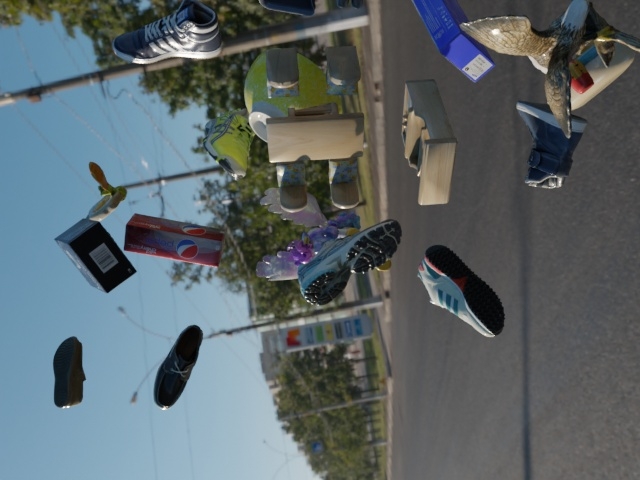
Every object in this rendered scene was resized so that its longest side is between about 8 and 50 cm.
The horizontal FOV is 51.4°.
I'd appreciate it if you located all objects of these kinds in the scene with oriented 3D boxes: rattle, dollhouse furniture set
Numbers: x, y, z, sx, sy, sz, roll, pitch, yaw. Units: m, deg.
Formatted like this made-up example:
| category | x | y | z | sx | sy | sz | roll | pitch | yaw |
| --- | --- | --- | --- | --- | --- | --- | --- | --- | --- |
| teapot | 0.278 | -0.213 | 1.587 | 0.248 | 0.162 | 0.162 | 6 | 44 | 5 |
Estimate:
| category | x | y | z | sx | sy | sz | roll | pitch | yaw |
| --- | --- | --- | --- | --- | --- | --- | --- | --- | --- |
| rattle | -0.656 | -0.113 | 1.884 | 0.143 | 0.200 | 0.130 | 34 | -131 | -38 |
| dollhouse furniture set | 0.079 | -0.216 | 1.500 | 0.256 | 0.395 | 0.362 | -96 | 3 | -45 |

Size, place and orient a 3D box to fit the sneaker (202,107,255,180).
| category | x | y | z | sx | sy | sz | roll | pitch | yaw |
| --- | --- | --- | --- | --- | --- | --- | --- | --- | --- |
| sneaker | -0.283 | -0.330 | 2.142 | 0.145 | 0.147 | 0.384 | 47 | -167 | -35 |

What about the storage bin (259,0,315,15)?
| category | x | y | z | sx | sy | sz | roll | pitch | yaw |
| --- | --- | --- | --- | --- | --- | --- | --- | --- | --- |
| storage bin | -0.060 | -0.556 | 1.453 | 0.098 | 0.135 | 0.091 | 66 | -135 | -62 |

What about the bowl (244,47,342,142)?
| category | x | y | z | sx | sy | sz | roll | pitch | yaw |
| --- | --- | --- | --- | --- | --- | --- | --- | --- | --- |
| bowl | -0.103 | -0.350 | 1.782 | 0.156 | 0.290 | 0.289 | -54 | -26 | -28 |

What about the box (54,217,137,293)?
| category | x | y | z | sx | sy | sz | roll | pitch | yaw |
| --- | --- | --- | --- | --- | --- | --- | --- | --- | --- |
| box | -0.550 | 0.036 | 1.623 | 0.158 | 0.093 | 0.155 | 8 | 134 | 57 |

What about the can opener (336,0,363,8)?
| category | x | y | z | sx | sy | sz | roll | pitch | yaw |
| --- | --- | --- | --- | --- | --- | --- | --- | --- | --- |
| can opener | 0.064 | -0.702 | 1.771 | 0.095 | 0.076 | 0.283 | 102 | 166 | -57 |

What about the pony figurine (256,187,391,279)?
| category | x | y | z | sx | sy | sz | roll | pitch | yaw |
| --- | --- | --- | --- | --- | --- | --- | --- | --- | --- |
| pony figurine | 0.000 | 0.000 | 2.062 | 0.363 | 0.351 | 0.302 | 20 | 102 | 63 |

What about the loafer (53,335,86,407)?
| category | x | y | z | sx | sy | sz | roll | pitch | yaw |
| --- | --- | --- | --- | --- | --- | --- | --- | --- | --- |
| loafer | -0.498 | 0.265 | 1.327 | 0.050 | 0.056 | 0.147 | 47 | -146 | -55 |

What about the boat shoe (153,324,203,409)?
| category | x | y | z | sx | sy | sz | roll | pitch | yaw |
| --- | --- | --- | --- | --- | --- | --- | --- | --- | --- |
| boat shoe | -0.377 | 0.331 | 1.761 | 0.233 | 0.084 | 0.079 | -68 | 13 | -20 |

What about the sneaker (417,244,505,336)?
| category | x | y | z | sx | sy | sz | roll | pitch | yaw |
| --- | --- | --- | --- | --- | --- | --- | --- | --- | --- |
| sneaker | 0.205 | 0.084 | 0.993 | 0.161 | 0.057 | 0.075 | 50 | 148 | 19 |

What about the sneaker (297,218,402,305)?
| category | x | y | z | sx | sy | sz | roll | pitch | yaw |
| --- | --- | --- | --- | --- | --- | --- | --- | --- | --- |
| sneaker | 0.059 | 0.024 | 1.582 | 0.110 | 0.283 | 0.122 | 55 | -179 | -41 |

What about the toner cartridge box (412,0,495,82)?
| category | x | y | z | sx | sy | sz | roll | pitch | yaw |
| --- | --- | --- | --- | --- | --- | --- | --- | --- | --- |
| toner cartridge box | 0.351 | -0.599 | 1.833 | 0.165 | 0.075 | 0.347 | 28 | -145 | -38 |

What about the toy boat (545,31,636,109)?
| category | x | y | z | sx | sy | sz | roll | pitch | yaw |
| --- | --- | --- | --- | --- | --- | --- | --- | --- | --- |
| toy boat | 0.689 | -0.460 | 1.760 | 0.148 | 0.267 | 0.318 | 55 | -146 | 11 |

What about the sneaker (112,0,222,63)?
| category | x | y | z | sx | sy | sz | roll | pitch | yaw |
| --- | --- | --- | --- | --- | --- | --- | --- | --- | --- |
| sneaker | -0.395 | -0.541 | 1.710 | 0.153 | 0.283 | 0.099 | 111 | 151 | -66 |

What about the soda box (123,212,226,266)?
| category | x | y | z | sx | sy | sz | roll | pitch | yaw |
| --- | --- | --- | --- | --- | --- | --- | --- | --- | --- |
| soda box | -0.400 | -0.001 | 1.838 | 0.092 | 0.264 | 0.083 | -88 | 9 | -67 |

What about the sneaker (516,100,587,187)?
| category | x | y | z | sx | sy | sz | roll | pitch | yaw |
| --- | --- | --- | --- | --- | --- | --- | --- | --- | --- |
| sneaker | 0.459 | -0.201 | 1.398 | 0.226 | 0.086 | 0.163 | -109 | 25 | -64 |

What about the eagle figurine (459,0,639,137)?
| category | x | y | z | sx | sy | sz | roll | pitch | yaw |
| --- | --- | --- | --- | --- | --- | --- | --- | --- | --- |
| eagle figurine | 0.380 | -0.316 | 1.099 | 0.226 | 0.298 | 0.225 | 21 | 141 | 43 |

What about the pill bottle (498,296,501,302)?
| category | x | y | z | sx | sy | sz | roll | pitch | yaw |
| --- | --- | --- | --- | --- | --- | --- | --- | --- | --- |
| pill bottle | 0.508 | 0.185 | 2.272 | 0.193 | 0.108 | 0.108 | 40 | 158 | 30 |
